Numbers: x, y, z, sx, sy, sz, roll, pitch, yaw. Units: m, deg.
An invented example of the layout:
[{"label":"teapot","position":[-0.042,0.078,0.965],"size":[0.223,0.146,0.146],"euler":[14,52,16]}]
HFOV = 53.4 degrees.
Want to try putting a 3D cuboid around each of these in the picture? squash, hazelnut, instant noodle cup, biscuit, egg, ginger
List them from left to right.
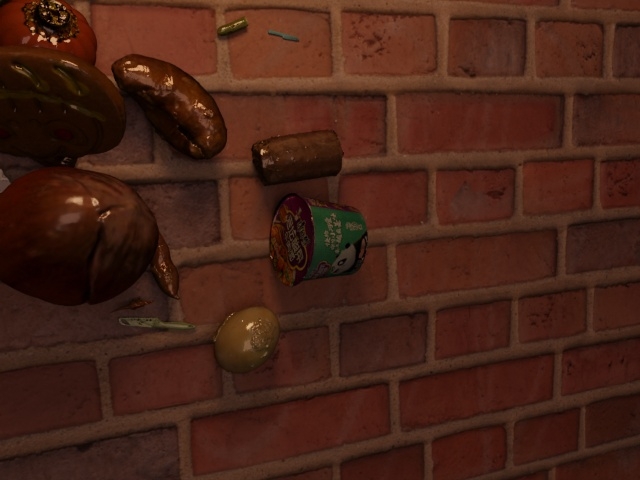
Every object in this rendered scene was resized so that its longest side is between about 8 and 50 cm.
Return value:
[{"label":"biscuit","position":[-0.628,-0.273,1.397],"size":[0.394,0.070,0.350],"euler":[-4,144,4]},{"label":"hazelnut","position":[-0.554,-0.018,1.431],"size":[0.372,0.372,0.315],"euler":[-6,73,-21]},{"label":"ginger","position":[-0.362,-0.335,1.566],"size":[0.321,0.172,0.165],"euler":[41,120,-17]},{"label":"squash","position":[-0.229,-0.552,1.646],"size":[0.083,0.027,0.027],"euler":[-29,108,-14]},{"label":"egg","position":[-0.200,0.266,1.723],"size":[0.201,0.164,0.164],"euler":[-44,112,-10]},{"label":"instant noodle cup","position":[0.000,0.000,1.726],"size":[0.190,0.251,0.251],"euler":[2,98,-31]}]

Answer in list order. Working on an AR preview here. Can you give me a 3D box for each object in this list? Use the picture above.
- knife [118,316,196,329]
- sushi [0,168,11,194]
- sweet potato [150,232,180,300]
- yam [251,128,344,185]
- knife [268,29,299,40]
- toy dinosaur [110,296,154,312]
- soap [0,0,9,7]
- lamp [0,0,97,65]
[{"label":"knife","position":[-0.433,0.220,1.697],"size":[0.207,0.014,0.030],"euler":[7,98,-22]},{"label":"sushi","position":[-0.780,-0.105,1.497],"size":[0.120,0.026,0.126],"euler":[-34,105,-11]},{"label":"sweet potato","position":[-0.416,0.055,1.657],"size":[0.068,0.068,0.226],"euler":[-18,87,-19]},{"label":"yam","position":[-0.068,-0.220,1.714],"size":[0.238,0.128,0.129],"euler":[-14,70,-25]},{"label":"knife","position":[-0.099,-0.550,1.712],"size":[0.091,0.005,0.014],"euler":[7,95,-24]},{"label":"toy dinosaur","position":[-0.489,0.167,1.653],"size":[0.113,0.041,0.026],"euler":[-11,106,-16]},{"label":"soap","position":[-0.840,-0.586,1.345],"size":[0.315,0.091,0.199],"euler":[46,70,-22]},{"label":"lamp","position":[-0.612,-0.441,1.416],"size":[0.223,0.196,0.223],"euler":[16,55,-25]}]
